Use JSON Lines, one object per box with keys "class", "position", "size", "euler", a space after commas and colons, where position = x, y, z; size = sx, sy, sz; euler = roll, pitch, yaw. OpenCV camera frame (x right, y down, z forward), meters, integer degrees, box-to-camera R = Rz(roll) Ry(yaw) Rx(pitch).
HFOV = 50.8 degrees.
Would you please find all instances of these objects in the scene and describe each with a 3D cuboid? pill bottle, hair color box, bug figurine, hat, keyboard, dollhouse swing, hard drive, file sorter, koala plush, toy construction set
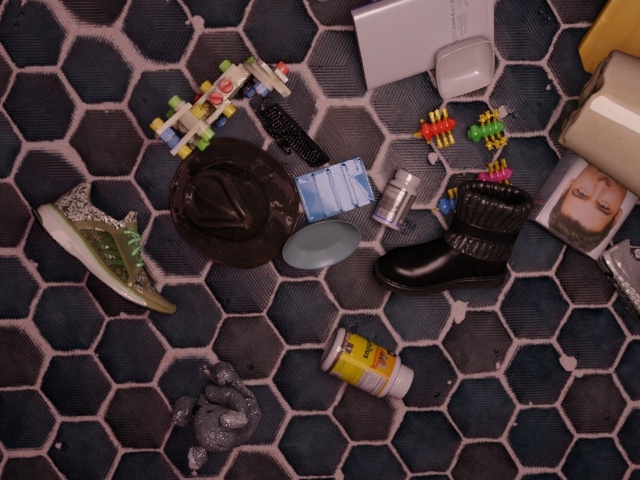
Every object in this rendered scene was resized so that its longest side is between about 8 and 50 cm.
{"class": "pill bottle", "position": [0.187, -0.100, 1.637], "size": [0.078, 0.078, 0.137], "euler": [26, 95, -5]}
{"class": "hair color box", "position": [0.679, -0.160, 1.628], "size": [0.185, 0.113, 0.374], "euler": [32, 95, -4]}
{"class": "bug figurine", "position": [0.353, -0.193, 1.633], "size": [0.217, 0.072, 0.278], "euler": [-14, 102, 6]}
{"class": "hat", "position": [-0.219, -0.087, 1.575], "size": [0.332, 0.134, 0.330], "euler": [0, 93, 10]}
{"class": "keyboard", "position": [-0.071, -0.236, 1.599], "size": [0.192, 0.100, 0.038], "euler": [45, 59, -21]}
{"class": "dollhouse swing", "position": [0.819, -0.567, 1.613], "size": [0.347, 0.305, 0.315], "euler": [21, 54, -4]}
{"class": "hard drive", "position": [0.240, -0.484, 1.550], "size": [0.319, 0.040, 0.210], "euler": [-18, 141, 0]}
{"class": "file sorter", "position": [0.036, -0.119, 1.617], "size": [0.171, 0.104, 0.118], "euler": [-18, 97, 0]}
{"class": "koala plush", "position": [-0.240, 0.438, 1.613], "size": [0.196, 0.221, 0.203], "euler": [-44, 96, 3]}
{"class": "pill bottle", "position": [0.116, 0.310, 1.662], "size": [0.215, 0.117, 0.117], "euler": [27, 95, -5]}
{"class": "toy construction set", "position": [-0.225, -0.321, 1.529], "size": [0.328, 0.215, 0.151], "euler": [-31, 97, 2]}

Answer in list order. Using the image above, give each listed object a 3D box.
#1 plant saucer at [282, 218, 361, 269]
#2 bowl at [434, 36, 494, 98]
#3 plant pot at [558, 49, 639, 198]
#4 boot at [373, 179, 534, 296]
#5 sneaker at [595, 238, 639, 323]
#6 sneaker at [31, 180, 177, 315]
{"class": "plant saucer", "position": [0.000, 0.000, 1.617], "size": [0.195, 0.195, 0.037], "euler": [-18, 57, 0]}
{"class": "bowl", "position": [0.334, -0.415, 1.591], "size": [0.142, 0.142, 0.053], "euler": [-19, 54, 1]}
{"class": "plant pot", "position": [0.696, -0.237, 1.429], "size": [0.306, 0.334, 0.333], "euler": [29, 95, 8]}
{"class": "boot", "position": [0.302, -0.011, 1.572], "size": [0.348, 0.131, 0.260], "euler": [-5, 133, -10]}
{"class": "sneaker", "position": [0.801, 0.096, 1.677], "size": [0.132, 0.086, 0.228], "euler": [-34, 95, 0]}
{"class": "sneaker", "position": [-0.479, 0.016, 1.608], "size": [0.410, 0.158, 0.182], "euler": [44, 76, -11]}
